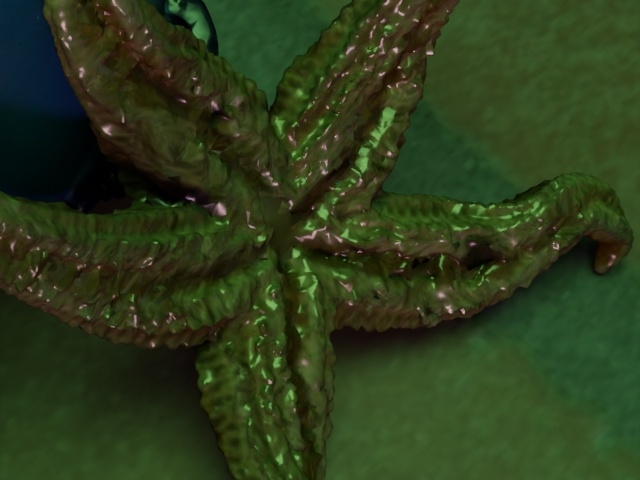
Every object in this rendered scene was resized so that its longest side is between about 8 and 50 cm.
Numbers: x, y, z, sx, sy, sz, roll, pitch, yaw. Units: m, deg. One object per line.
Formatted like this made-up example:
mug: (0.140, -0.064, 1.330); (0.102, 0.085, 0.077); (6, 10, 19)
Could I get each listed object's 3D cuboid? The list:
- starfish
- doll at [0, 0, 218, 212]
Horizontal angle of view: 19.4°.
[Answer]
starfish: (-0.006, 0.002, 0.755); (0.375, 0.094, 0.327); (-10, 99, -38)
doll: (-0.193, -0.073, 0.752); (0.284, 0.240, 0.310); (30, 61, -12)
